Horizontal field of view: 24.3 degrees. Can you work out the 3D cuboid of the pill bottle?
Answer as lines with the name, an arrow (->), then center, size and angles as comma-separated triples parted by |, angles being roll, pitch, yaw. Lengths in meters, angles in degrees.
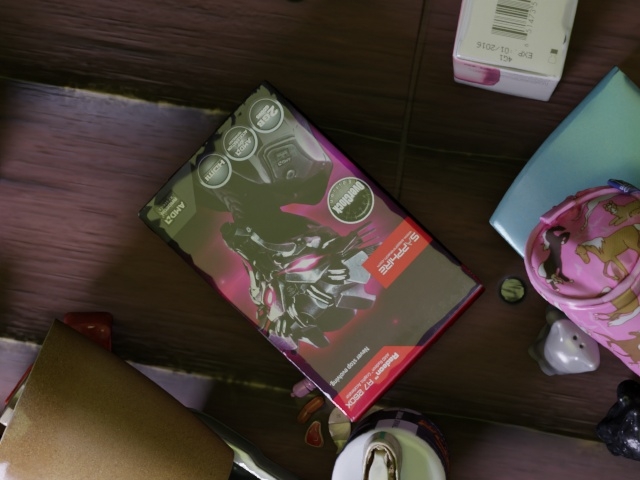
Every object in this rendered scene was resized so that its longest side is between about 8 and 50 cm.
pill bottle -> 0.087, 0.267, 1.748 | 0.130, 0.246, 0.130 | 0, 91, 6

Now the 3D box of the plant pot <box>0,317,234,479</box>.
plant pot -> -0.238, 0.248, 1.711 | 0.254, 0.237, 0.237 | 24, 91, -9

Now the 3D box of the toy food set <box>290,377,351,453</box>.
toy food set -> 0.001, 0.206, 1.872 | 0.078, 0.019, 0.122 | 1, 97, 5

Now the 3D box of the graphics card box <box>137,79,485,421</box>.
graphics card box -> -0.010, 0.012, 1.808 | 0.371, 0.094, 0.233 | 44, 93, 4

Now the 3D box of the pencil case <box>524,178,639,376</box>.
pencil case -> 0.388, 0.083, 1.672 | 0.160, 0.386, 0.167 | -2, 61, 43

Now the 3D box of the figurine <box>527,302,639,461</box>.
figurine -> 0.332, 0.168, 1.747 | 0.092, 0.209, 0.215 | -40, 86, 3

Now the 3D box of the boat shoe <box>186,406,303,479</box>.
boat shoe -> -0.058, 0.343, 1.821 | 0.340, 0.127, 0.113 | 34, 93, 6

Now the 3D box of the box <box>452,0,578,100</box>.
box -> 0.229, -0.257, 1.749 | 0.127, 0.232, 0.148 | 12, 90, 5

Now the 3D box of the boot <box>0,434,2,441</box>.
boot -> -0.435, 0.374, 1.873 | 0.176, 0.088, 0.244 | -13, 85, 3

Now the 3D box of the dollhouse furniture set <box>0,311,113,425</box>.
dollhouse furniture set -> -0.414, 0.079, 1.864 | 0.374, 0.152, 0.201 | 36, 92, -13

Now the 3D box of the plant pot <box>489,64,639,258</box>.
plant pot -> 0.324, -0.067, 1.779 | 0.234, 0.166, 0.165 | -44, 86, 10

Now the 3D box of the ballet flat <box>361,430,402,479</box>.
ballet flat -> 0.060, 0.290, 1.601 | 0.057, 0.052, 0.168 | -1, 91, 7
